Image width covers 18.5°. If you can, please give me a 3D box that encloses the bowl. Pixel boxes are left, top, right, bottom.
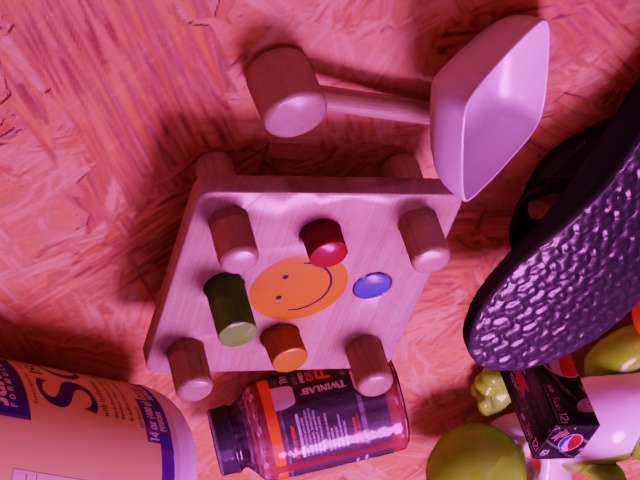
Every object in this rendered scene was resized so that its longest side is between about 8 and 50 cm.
[{"bbox_3d":[0.142,-0.122,1.724,0.142,0.053,0.142,-45,149,-31],"label":"bowl"}]

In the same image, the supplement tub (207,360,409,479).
[{"bbox_3d":[-0.014,0.186,2.024,0.197,0.106,0.106,-13,141,-7],"label":"supplement tub"}]

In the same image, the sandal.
[{"bbox_3d":[0.286,-0.058,1.870,0.167,0.107,0.446,21,115,-36],"label":"sandal"}]

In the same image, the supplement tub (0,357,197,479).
[{"bbox_3d":[-0.310,0.231,1.862,0.331,0.241,0.241,15,131,-33],"label":"supplement tub"}]

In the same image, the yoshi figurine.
[{"bbox_3d":[0.256,0.210,2.103,0.362,0.204,0.203,-36,122,25],"label":"yoshi figurine"}]

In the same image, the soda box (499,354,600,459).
[{"bbox_3d":[0.224,0.139,2.006,0.053,0.169,0.060,2,137,-25],"label":"soda box"}]

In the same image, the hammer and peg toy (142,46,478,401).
[{"bbox_3d":[0.000,0.000,1.793,0.266,0.127,0.361,1,137,-21],"label":"hammer and peg toy"}]
